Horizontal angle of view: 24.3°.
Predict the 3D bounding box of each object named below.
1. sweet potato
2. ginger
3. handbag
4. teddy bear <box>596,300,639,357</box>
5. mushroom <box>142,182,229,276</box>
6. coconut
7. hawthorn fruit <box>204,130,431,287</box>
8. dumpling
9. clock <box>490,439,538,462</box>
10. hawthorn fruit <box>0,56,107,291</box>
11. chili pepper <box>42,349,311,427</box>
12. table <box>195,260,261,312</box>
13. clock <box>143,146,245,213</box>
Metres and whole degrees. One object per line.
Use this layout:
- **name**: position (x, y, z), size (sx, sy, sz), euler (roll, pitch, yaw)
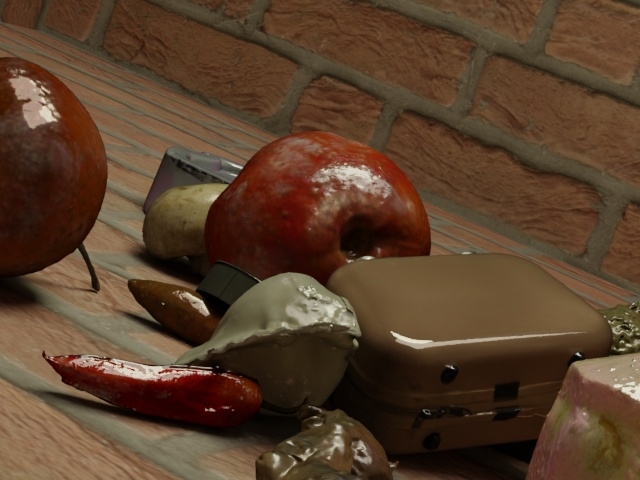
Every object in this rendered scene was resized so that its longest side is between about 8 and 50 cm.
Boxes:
- **sweet potato**: position (-0.127, 0.091, 1.642), size (0.202, 0.055, 0.058), euler (26, 38, 19)
- **ginger**: position (0.010, 0.203, 1.274), size (0.122, 0.084, 0.290), euler (44, 7, 3)
- **handbag**: position (0.131, 0.100, 1.610), size (0.301, 0.149, 0.283), euler (-5, 33, -27)
- **teddy bear**: position (0.418, 0.169, 2.133), size (0.267, 0.156, 0.256), euler (25, 11, 13)
- **mushroom**: position (-0.157, -0.014, 1.987), size (0.166, 0.127, 0.166), euler (0, 0, 0)
- **coconut**: position (0.301, 0.211, 1.304), size (0.233, 0.245, 0.233), euler (20, 12, -4)
- **hawthorn fruit**: position (0.000, 0.000, 1.832), size (0.284, 0.284, 0.284), euler (21, 9, -3)
- **dumpling**: position (-0.063, 0.109, 1.468), size (0.172, 0.142, 0.247), euler (-8, -6, -27)
- **clock**: position (0.253, 0.190, 1.862), size (0.386, 0.076, 0.386), euler (21, 8, -3)
- **hawthorn fruit**: position (-0.339, -0.078, 1.575), size (0.231, 0.235, 0.263), euler (20, 7, 6)
- **chili pepper**: position (-0.128, 0.139, 1.352), size (0.268, 0.059, 0.050), euler (14, 53, -31)
- **table**: position (-0.077, 0.080, 1.681), size (0.133, 0.043, 0.133), euler (34, -14, 9)
- **clock**: position (-0.108, -0.045, 2.343), size (0.338, 0.102, 0.338), euler (21, 9, -3)
